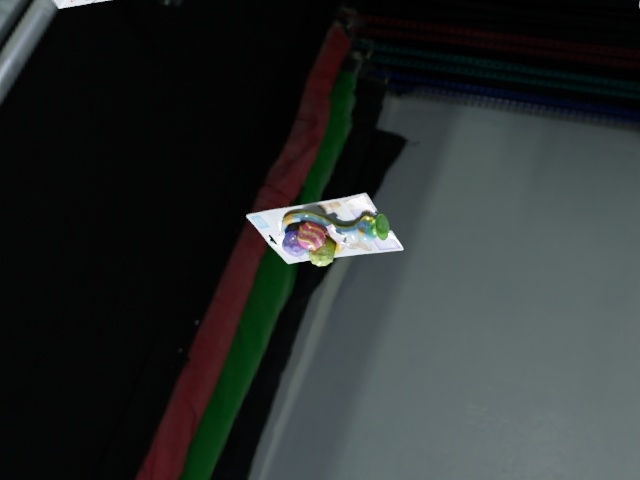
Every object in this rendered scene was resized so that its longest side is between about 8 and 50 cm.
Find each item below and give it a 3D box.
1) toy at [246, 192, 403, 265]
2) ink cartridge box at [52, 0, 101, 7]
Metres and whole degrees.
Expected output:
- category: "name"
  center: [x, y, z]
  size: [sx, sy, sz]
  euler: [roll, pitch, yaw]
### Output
- category: "toy"
  center: [0.000, 0.000, 1.231]
  size: [0.137, 0.237, 0.056]
  euler: [52, -139, -36]
- category: "ink cartridge box"
  center: [-0.224, -0.304, 0.797]
  size: [0.056, 0.099, 0.135]
  euler: [53, -144, -2]
